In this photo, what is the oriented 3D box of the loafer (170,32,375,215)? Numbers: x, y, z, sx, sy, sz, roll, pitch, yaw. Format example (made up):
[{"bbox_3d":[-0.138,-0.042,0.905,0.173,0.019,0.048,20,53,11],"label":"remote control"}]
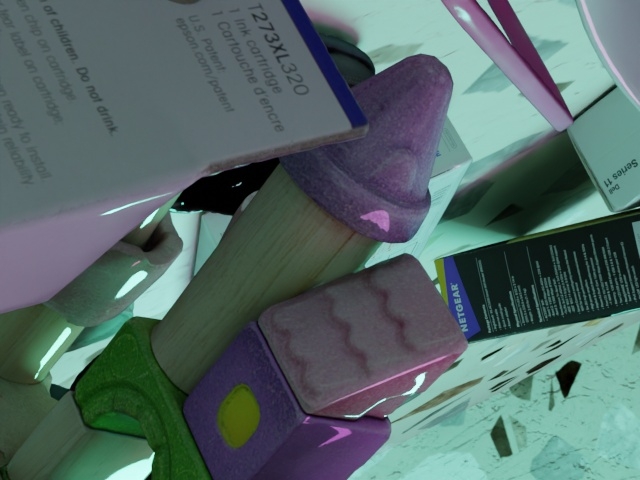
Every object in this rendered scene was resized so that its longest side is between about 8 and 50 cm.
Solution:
[{"bbox_3d":[-0.061,-0.040,0.731,0.109,0.095,0.302,-38,163,33],"label":"loafer"}]

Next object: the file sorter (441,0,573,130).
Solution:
[{"bbox_3d":[0.129,-0.187,0.412,0.290,0.182,0.202,-32,165,13],"label":"file sorter"}]

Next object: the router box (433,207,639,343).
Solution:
[{"bbox_3d":[0.265,0.017,1.338,0.242,0.081,0.309,-14,178,21],"label":"router box"}]

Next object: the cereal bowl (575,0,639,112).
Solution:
[{"bbox_3d":[0.287,-0.159,0.656,0.339,0.339,0.141,-47,-163,51],"label":"cereal bowl"}]

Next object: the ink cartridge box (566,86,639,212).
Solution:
[{"bbox_3d":[0.324,-0.106,1.220,0.208,0.087,0.153,-13,160,-47],"label":"ink cartridge box"}]

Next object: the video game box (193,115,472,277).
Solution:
[{"bbox_3d":[0.000,0.000,1.071,0.187,0.048,0.205,-26,165,-16],"label":"video game box"}]

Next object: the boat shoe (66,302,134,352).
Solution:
[{"bbox_3d":[-0.214,0.072,0.812,0.302,0.103,0.113,-11,158,-48],"label":"boat shoe"}]

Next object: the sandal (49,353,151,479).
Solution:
[{"bbox_3d":[-0.167,0.137,0.914,0.167,0.107,0.445,-40,-159,-28],"label":"sandal"}]

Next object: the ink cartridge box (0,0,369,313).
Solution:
[{"bbox_3d":[-0.177,-0.047,0.338,0.371,0.176,0.069,-18,160,-35],"label":"ink cartridge box"}]

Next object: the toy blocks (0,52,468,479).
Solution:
[{"bbox_3d":[-0.040,0.046,0.473,0.309,0.289,0.260,15,124,-43],"label":"toy blocks"}]
